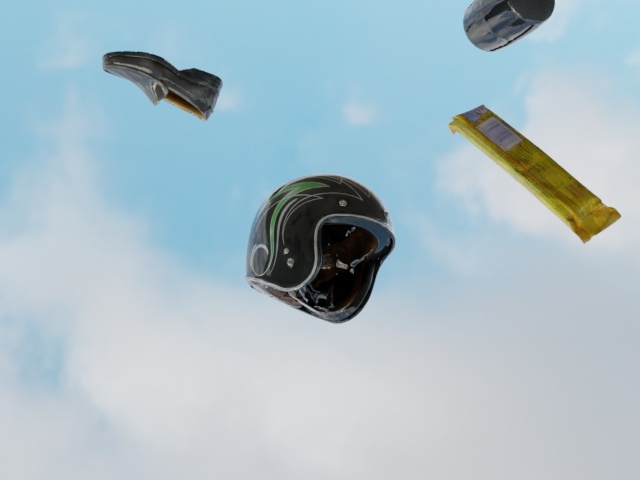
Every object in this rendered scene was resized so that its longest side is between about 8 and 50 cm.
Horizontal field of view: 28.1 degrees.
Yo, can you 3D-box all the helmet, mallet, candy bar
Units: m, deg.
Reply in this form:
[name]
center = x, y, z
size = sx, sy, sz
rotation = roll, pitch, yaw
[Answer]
[helmet]
center = 0.000, 0.000, 1.499
size = 0.169, 0.169, 0.161
rotation = 21, -100, 16
[mallet]
center = 0.174, -0.190, 0.836
size = 0.190, 0.062, 0.039
rotation = -39, -84, -17
[candy bar]
center = 0.158, -0.056, 0.970
size = 0.040, 0.018, 0.161
rotation = -31, -127, -20

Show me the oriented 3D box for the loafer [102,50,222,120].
[loafer]
center = -0.221, -0.215, 1.757
size = 0.170, 0.062, 0.061
rotation = 15, -104, -12
